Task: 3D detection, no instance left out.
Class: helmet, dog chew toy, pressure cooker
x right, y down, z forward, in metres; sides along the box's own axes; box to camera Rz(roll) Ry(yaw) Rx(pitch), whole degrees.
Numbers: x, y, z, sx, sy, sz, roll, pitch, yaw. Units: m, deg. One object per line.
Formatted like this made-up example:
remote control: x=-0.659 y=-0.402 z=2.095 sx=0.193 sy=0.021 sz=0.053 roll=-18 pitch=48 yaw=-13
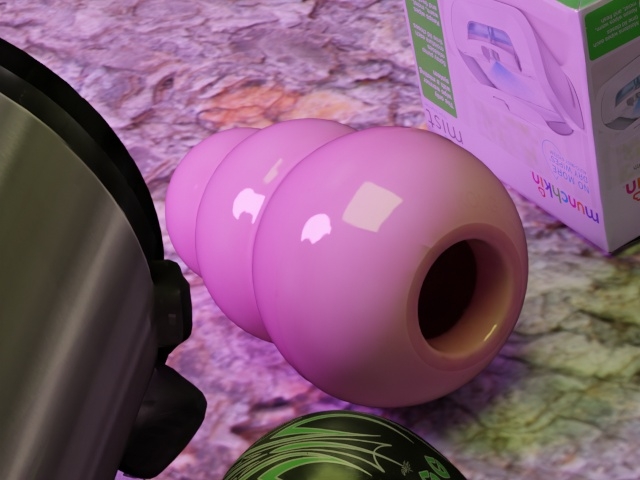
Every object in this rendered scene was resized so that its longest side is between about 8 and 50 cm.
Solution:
helmet: x=0.010 y=0.188 z=1.236 sx=0.161 sy=0.169 sz=0.169 roll=26 pitch=41 yaw=-5
dog chew toy: x=0.000 y=0.000 z=1.473 sx=0.206 sy=0.207 sz=0.332 roll=-35 pitch=33 yaw=-27
pressure cooker: x=-0.278 y=0.068 z=1.131 sx=0.375 sy=0.370 sz=0.420 roll=-6 pitch=38 yaw=18

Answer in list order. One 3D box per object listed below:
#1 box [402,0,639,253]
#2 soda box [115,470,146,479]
box: x=0.190 y=-0.157 z=1.582 sx=0.126 sy=0.231 sz=0.262 roll=-28 pitch=39 yaw=-20
soda box: x=-0.137 y=0.203 z=1.350 sx=0.063 sy=0.058 sz=0.183 roll=-34 pitch=42 yaw=-26
